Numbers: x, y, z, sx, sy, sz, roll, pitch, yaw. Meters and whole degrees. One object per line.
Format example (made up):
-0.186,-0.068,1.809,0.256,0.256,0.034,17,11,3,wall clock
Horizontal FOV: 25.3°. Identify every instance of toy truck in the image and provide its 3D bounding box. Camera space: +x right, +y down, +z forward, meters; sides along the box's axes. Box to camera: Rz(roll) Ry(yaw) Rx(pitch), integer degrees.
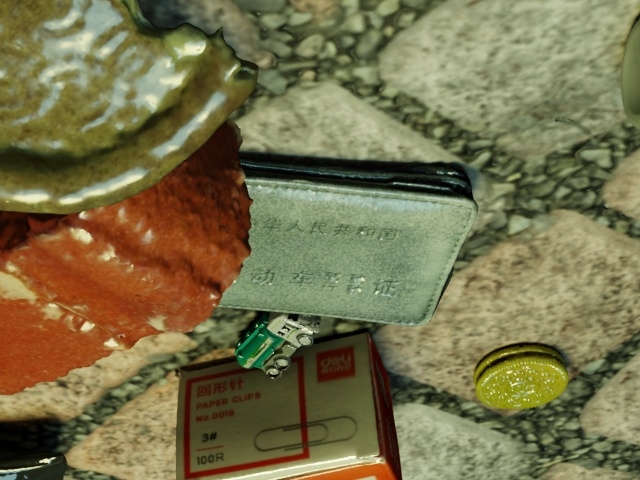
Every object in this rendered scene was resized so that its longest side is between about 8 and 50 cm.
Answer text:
-0.036,0.078,1.178,0.044,0.039,0.083,27,135,-16,toy truck

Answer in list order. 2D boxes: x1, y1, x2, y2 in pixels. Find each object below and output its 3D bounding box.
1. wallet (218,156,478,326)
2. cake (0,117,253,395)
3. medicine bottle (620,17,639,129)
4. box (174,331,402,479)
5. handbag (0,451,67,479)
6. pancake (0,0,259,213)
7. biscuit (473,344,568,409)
0.000,0.002,1.086,0.222,0.036,0.167,4,141,-11,wallet
-0.180,-0.023,0.925,0.283,0.177,0.151,-23,139,30,cake
0.272,-0.109,0.941,0.130,0.080,0.080,2,141,-10,medicine bottle
-0.029,0.165,1.211,0.182,0.133,0.099,-11,141,10,box
-0.359,0.242,1.310,0.254,0.089,0.211,0,147,-8,handbag
-0.156,-0.154,0.743,0.286,0.033,0.288,31,103,-9,pancake
0.178,0.123,1.270,0.084,0.023,0.084,-4,143,-3,biscuit
